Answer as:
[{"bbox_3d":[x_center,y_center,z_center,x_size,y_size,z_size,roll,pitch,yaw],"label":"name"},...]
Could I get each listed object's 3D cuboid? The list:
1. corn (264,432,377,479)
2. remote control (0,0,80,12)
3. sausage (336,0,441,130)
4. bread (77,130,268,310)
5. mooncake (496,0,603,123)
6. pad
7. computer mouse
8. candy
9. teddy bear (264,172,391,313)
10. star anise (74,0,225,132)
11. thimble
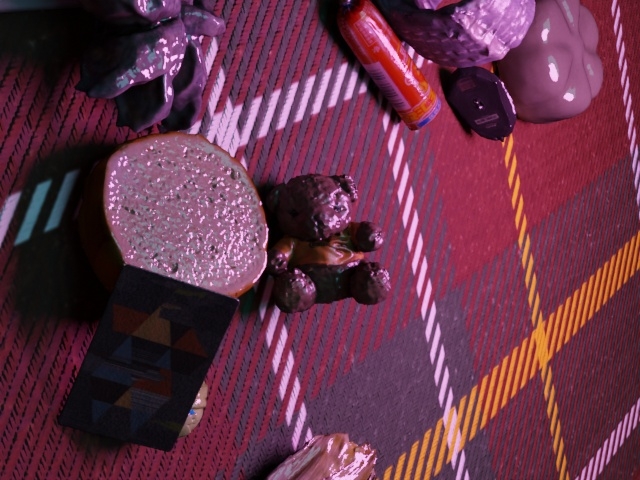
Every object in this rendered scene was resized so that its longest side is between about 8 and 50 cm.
[{"bbox_3d":[-0.031,0.387,1.396,0.305,0.123,0.122,-50,152,-38],"label":"corn"},{"bbox_3d":[-0.353,-0.270,1.069,0.261,0.029,0.067,-19,105,-47],"label":"remote control"},{"bbox_3d":[0.098,-0.285,1.590,0.274,0.074,0.074,47,56,-39],"label":"sausage"},{"bbox_3d":[-0.172,-0.018,1.209,0.236,0.070,0.236,11,71,-35],"label":"bread"},{"bbox_3d":[0.443,-0.359,1.971,0.275,0.135,0.275,6,82,-49],"label":"mooncake"},{"bbox_3d":[-0.194,0.138,1.160,0.143,0.003,0.211,19,105,-21],"label":"pad"},{"bbox_3d":[0.286,-0.247,1.805,0.172,0.099,0.057,53,37,-31],"label":"computer mouse"},{"bbox_3d":[-0.187,0.072,1.253,0.093,0.092,0.336,-1,82,-15],"label":"candy"},{"bbox_3d":[0.000,0.000,1.433,0.140,0.177,0.190,-121,-159,-76],"label":"teddy bear"},{"bbox_3d":[-0.191,-0.276,1.156,0.316,0.139,0.359,-82,163,-49],"label":"star anise"},{"bbox_3d":[0.200,-0.381,1.588,0.205,0.236,0.172,-48,142,14],"label":"thimble"}]
